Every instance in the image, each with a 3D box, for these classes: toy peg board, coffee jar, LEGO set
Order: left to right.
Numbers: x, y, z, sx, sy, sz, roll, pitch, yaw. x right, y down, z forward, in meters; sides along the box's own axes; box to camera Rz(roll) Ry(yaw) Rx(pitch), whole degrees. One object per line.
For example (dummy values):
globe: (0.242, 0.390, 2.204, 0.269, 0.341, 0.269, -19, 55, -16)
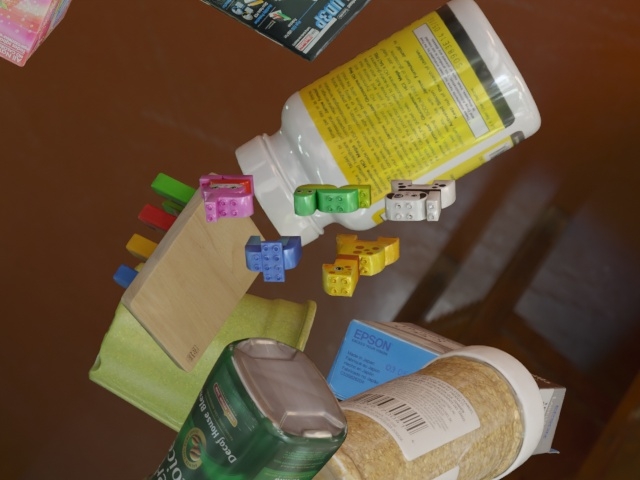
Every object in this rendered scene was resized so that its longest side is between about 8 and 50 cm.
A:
toy peg board: (-0.147, 0.024, 1.705, 0.079, 0.160, 0.161, 25, 162, 30)
coffee jar: (-0.063, 0.159, 1.105, 0.184, 0.079, 0.096, -57, 47, 28)
LEGO set: (0.000, 0.000, 1.443, 0.227, 0.093, 0.087, 1, 113, 11)

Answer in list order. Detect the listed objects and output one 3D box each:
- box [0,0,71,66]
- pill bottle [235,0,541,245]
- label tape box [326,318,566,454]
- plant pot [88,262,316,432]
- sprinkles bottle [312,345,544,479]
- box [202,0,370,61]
box: (-0.380, -0.319, 1.642, 0.300, 0.154, 0.142, 27, 117, -6)
pill bottle: (0.076, -0.131, 1.976, 0.188, 0.334, 0.188, 60, -176, -7)
label tape box: (0.183, 0.194, 2.177, 0.241, 0.106, 0.334, 22, -176, 22)
plant pot: (-0.176, 0.160, 2.331, 0.254, 0.276, 0.276, 25, 152, -5)
sprinkles bottle: (0.063, 0.174, 1.360, 0.121, 0.355, 0.121, 5, 99, 29)
box: (-0.030, -0.261, 1.454, 0.175, 0.051, 0.220, 28, 150, -14)
